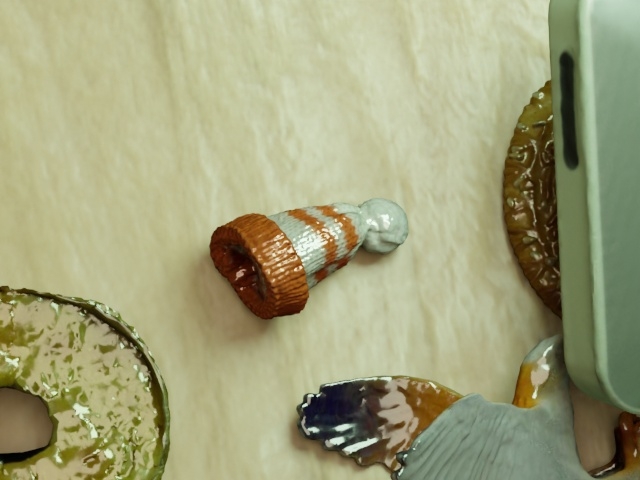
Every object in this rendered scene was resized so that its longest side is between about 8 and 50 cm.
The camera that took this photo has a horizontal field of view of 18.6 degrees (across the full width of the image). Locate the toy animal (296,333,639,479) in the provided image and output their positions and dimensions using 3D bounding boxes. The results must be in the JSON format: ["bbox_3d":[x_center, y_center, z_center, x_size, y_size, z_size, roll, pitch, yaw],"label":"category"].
[{"bbox_3d":[0.157,0.238,1.598,0.302,0.225,0.284,-16,98,-20],"label":"toy animal"}]

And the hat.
[{"bbox_3d":[0.000,0.000,1.660,0.162,0.112,0.093,-27,108,-21],"label":"hat"}]

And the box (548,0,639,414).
[{"bbox_3d":[0.369,-0.058,1.605,0.373,0.090,0.367,-8,99,-22],"label":"box"}]

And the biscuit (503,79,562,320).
[{"bbox_3d":[0.308,-0.038,1.716,0.305,0.038,0.305,1,77,-5],"label":"biscuit"}]

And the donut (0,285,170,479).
[{"bbox_3d":[-0.258,0.159,1.591,0.272,0.107,0.272,1,80,-8],"label":"donut"}]
